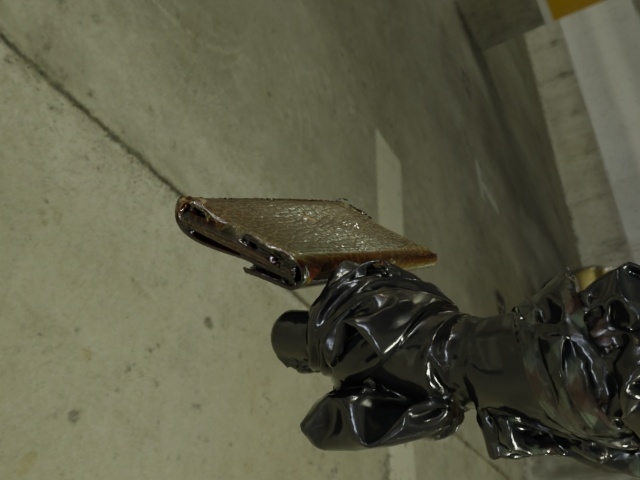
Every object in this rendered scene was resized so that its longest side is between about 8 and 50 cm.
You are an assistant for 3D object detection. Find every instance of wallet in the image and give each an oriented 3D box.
[{"bbox_3d":[0.000,0.000,0.578,0.243,0.133,0.039,-6,119,-58],"label":"wallet"}]

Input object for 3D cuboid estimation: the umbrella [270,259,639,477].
[{"bbox_3d":[0.078,0.073,0.396,0.110,0.272,0.122,5,85,-53],"label":"umbrella"}]
